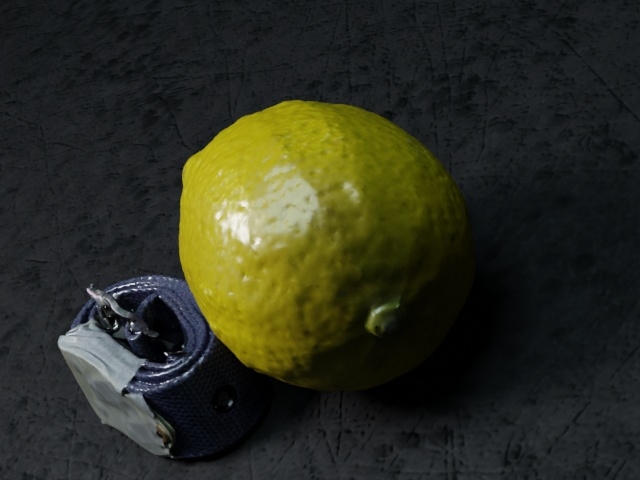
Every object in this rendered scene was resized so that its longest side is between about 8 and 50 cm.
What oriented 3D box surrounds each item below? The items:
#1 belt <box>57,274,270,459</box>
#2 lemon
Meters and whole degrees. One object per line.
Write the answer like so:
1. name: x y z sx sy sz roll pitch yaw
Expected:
1. belt: -0.152 0.110 1.613 0.139 0.126 0.230 -41 32 -15
2. lemon: 0.000 0.000 1.499 0.245 0.245 0.320 -37 34 -4
